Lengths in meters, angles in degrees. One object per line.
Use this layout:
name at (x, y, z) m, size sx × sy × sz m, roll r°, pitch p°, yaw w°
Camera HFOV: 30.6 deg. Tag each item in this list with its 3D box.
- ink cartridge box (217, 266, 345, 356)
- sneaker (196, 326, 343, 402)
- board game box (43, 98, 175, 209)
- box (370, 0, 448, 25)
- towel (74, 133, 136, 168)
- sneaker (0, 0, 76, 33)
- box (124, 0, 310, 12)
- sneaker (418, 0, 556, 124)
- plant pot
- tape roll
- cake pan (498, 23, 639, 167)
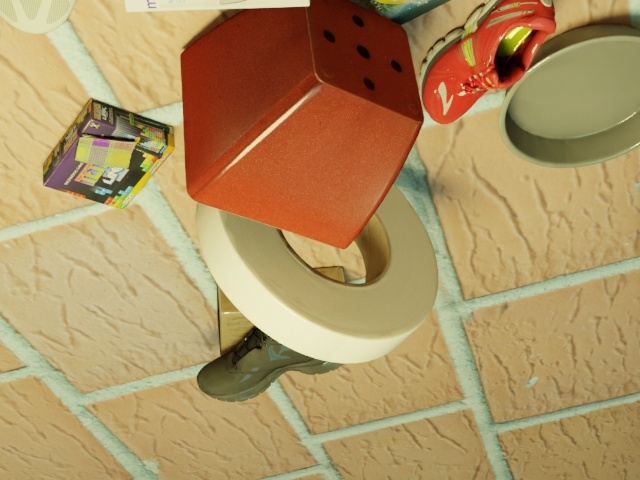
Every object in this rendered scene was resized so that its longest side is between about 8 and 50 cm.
ink cartridge box at (-0.073, 0.143, 2.174) m, size 0.235 × 0.088 × 0.193 m, roll -4°, pitch 145°, yaw -8°
sneaker at (-0.096, 0.194, 2.095) m, size 0.286 × 0.109 × 0.130 m, roll -22°, pitch 133°, yaw 6°
board game box at (-0.324, -0.128, 1.785) m, size 0.141 × 0.048 × 0.170 m, roll 16°, pitch 137°, yaw -32°
box at (0.163, -0.377, 1.525) m, size 0.233 × 0.044 × 0.159 m, roll -24°, pitch 157°, yaw 19°
towel at (-0.319, -0.132, 1.732) m, size 0.083 × 0.009 × 0.060 m, roll 6°, pitch 141°, yaw -18°
sneaker at (-0.348, -0.349, 1.301) m, size 0.169 × 0.257 × 0.447 m, roll -3°, pitch 144°, yaw -8°
box at (-0.130, -0.409, 1.360) m, size 0.231 × 0.127 × 0.262 m, roll -2°, pitch 141°, yaw -1°
sneaker at (0.235, -0.253, 1.676) m, size 0.107 × 0.118 × 0.279 m, roll 13°, pitch 139°, yaw -26°
plant pot at (-0.012, -0.187, 1.578) m, size 0.267 × 0.267 × 0.236 m, roll 18°, pitch 138°, yaw -32°
tape roll at (0.000, 0.000, 1.746) m, size 0.392 × 0.392 × 0.072 m, roll 15°, pitch 138°, yaw -29°
cake pan at (0.415, -0.225, 1.808) m, size 0.293 × 0.054 × 0.293 m, roll -6°, pitch 144°, yaw -4°
